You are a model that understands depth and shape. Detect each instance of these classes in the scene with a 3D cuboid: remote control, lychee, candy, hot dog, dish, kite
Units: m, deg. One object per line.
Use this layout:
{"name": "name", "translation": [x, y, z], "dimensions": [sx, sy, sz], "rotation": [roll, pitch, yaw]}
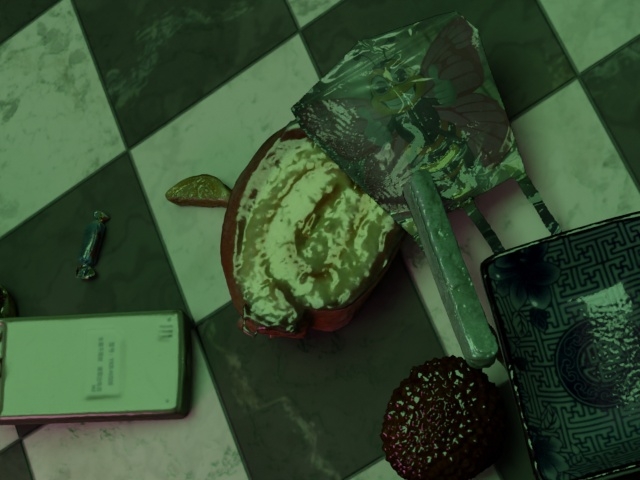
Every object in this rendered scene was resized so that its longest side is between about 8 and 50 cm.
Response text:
{"name": "remote control", "translation": [-0.281, 0.140, 1.998], "dimensions": [0.285, 0.038, 0.123], "rotation": [-5, 73, 10]}
{"name": "lychee", "translation": [0.120, 0.174, 1.751], "dimensions": [0.123, 0.123, 0.129], "rotation": [8, 85, 33]}
{"name": "candy", "translation": [-0.261, 0.005, 2.100], "dimensions": [0.030, 0.020, 0.083], "rotation": [7, 74, 32]}
{"name": "hot dog", "translation": [-0.130, -0.056, 2.039], "dimensions": [0.090, 0.030, 0.034], "rotation": [3, 73, 31]}
{"name": "dish", "translation": [0.264, 0.110, 1.700], "dimensions": [0.182, 0.080, 0.243], "rotation": [-17, 63, 7]}
{"name": "kite", "translation": [0.133, -0.049, 1.807], "dimensions": [0.204, 0.022, 0.360], "rotation": [-30, 79, -2]}

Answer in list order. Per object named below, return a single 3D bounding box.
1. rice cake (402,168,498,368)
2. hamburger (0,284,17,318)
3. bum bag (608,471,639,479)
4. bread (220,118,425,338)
{"name": "rice cake", "translation": [0.123, 0.027, 1.751], "dimensions": [0.033, 0.033, 0.208], "rotation": [-13, 66, -13]}
{"name": "hamburger", "translation": [-0.435, 0.116, 2.108], "dimensions": [0.185, 0.113, 0.177], "rotation": [27, 86, 36]}
{"name": "bum bag", "translation": [0.284, 0.282, 1.669], "dimensions": [0.109, 0.026, 0.159], "rotation": [6, 76, 32]}
{"name": "bread", "translation": [-0.012, -0.004, 1.880], "dimensions": [0.190, 0.123, 0.244], "rotation": [27, 83, 12]}
